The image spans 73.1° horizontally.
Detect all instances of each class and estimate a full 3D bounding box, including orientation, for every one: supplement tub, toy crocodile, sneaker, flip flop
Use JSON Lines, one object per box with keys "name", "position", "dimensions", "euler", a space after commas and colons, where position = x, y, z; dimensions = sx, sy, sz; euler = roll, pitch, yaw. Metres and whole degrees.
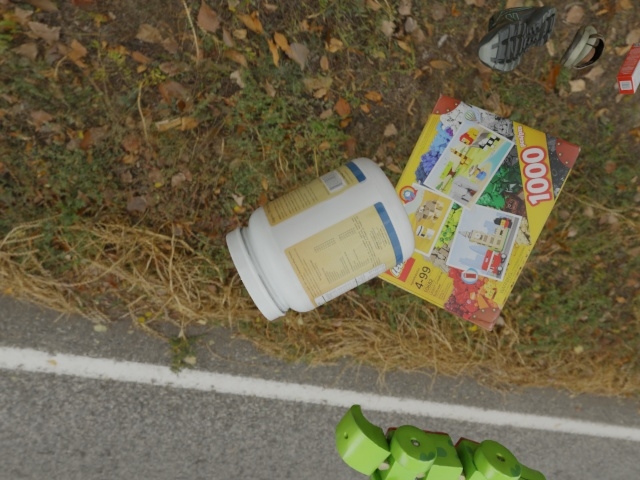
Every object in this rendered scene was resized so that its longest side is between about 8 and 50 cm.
{"name": "supplement tub", "position": [0.000, 0.000, 0.540], "dimensions": [0.199, 0.144, 0.144], "euler": [-27, 130, -1]}
{"name": "toy crocodile", "position": [0.186, 0.343, 0.665], "dimensions": [0.340, 0.105, 0.115], "euler": [15, 113, -9]}
{"name": "sneaker", "position": [0.398, -0.435, 0.925], "dimensions": [0.267, 0.106, 0.101], "euler": [-34, 138, -31]}
{"name": "flip flop", "position": [0.679, -0.487, 1.103], "dimensions": [0.080, 0.277, 0.112], "euler": [28, 123, 20]}

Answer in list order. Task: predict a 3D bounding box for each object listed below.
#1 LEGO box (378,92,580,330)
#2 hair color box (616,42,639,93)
{"name": "LEGO box", "position": [0.382, -0.074, 1.172], "dimensions": [0.372, 0.193, 0.501], "euler": [25, 93, 12]}
{"name": "hair color box", "position": [0.958, -0.527, 1.319], "dimensions": [0.072, 0.043, 0.141], "euler": [43, 74, -39]}
